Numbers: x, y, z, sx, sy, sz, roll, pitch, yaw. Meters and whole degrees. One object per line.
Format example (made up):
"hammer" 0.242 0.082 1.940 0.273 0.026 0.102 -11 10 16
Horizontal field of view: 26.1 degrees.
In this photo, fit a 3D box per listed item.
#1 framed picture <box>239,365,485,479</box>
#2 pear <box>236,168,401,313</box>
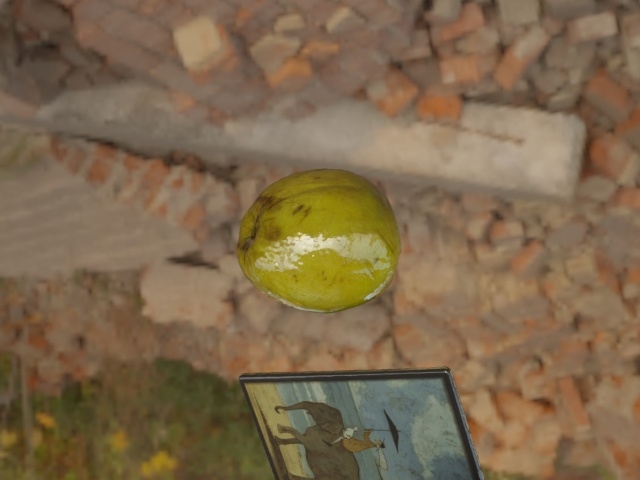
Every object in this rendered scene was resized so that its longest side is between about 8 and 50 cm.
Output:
"framed picture" 0.064 0.296 1.951 0.347 0.265 0.016 -4 -156 31
"pear" 0.000 0.000 1.366 0.162 0.149 0.149 1 158 -16
